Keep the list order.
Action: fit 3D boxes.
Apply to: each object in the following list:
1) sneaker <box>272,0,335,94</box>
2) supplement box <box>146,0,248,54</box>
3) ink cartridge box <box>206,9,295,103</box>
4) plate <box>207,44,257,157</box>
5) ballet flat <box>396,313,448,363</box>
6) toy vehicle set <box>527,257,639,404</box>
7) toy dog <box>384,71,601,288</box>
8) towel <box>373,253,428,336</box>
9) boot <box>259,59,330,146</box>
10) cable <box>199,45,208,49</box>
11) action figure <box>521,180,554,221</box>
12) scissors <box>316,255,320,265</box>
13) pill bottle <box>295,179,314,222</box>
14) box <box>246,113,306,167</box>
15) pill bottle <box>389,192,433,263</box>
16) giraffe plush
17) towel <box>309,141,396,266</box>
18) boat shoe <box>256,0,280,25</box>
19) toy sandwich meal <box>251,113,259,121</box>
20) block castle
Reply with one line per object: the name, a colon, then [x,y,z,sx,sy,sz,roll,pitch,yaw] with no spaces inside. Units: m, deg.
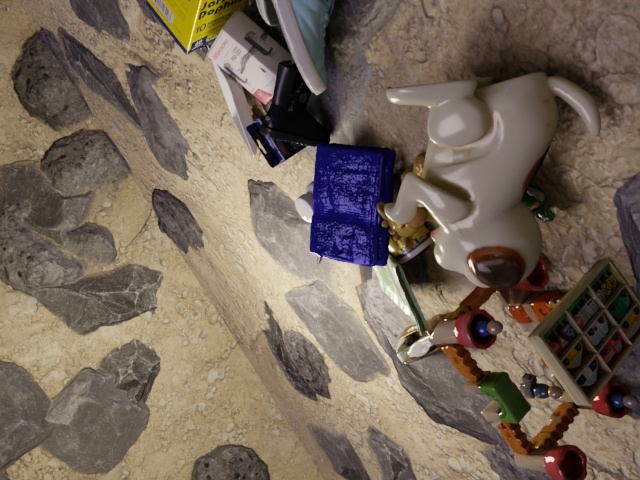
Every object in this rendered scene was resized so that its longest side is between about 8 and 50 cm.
sneaker: [-0.019,-0.515,1.452,0.135,0.150,0.366,-107,-4,-51]
supplement box: [-0.304,-0.690,1.635,0.195,0.194,0.356,51,153,2]
ink cartridge box: [-0.186,-0.499,1.726,0.218,0.092,0.158,40,155,-13]
plate: [-0.261,-0.435,1.938,0.277,0.045,0.278,-120,11,-46]
ballet flat: [0.307,0.324,1.957,0.116,0.124,0.342,51,153,4]
toy vehicle set: [0.547,0.177,1.263,0.166,0.267,0.035,52,154,-1]
toy dog: [0.324,-0.111,1.232,0.395,0.284,0.408,-2,104,15]
towel: [0.202,0.109,1.816,0.248,0.038,0.325,64,176,-25]
boot: [-0.037,-0.365,1.689,0.094,0.246,0.207,38,115,39]
cable: [-0.417,-0.685,1.978,0.184,0.047,0.151,37,149,29]
action figure: [0.408,-0.115,1.366,0.232,0.063,0.137,38,146,19]
scissors: [0.000,0.000,2.171,0.109,0.021,0.297,47,153,5]
pill bottle: [0.024,-0.134,1.782,0.108,0.193,0.108,37,149,27]
box: [-0.108,-0.299,1.771,0.036,0.225,0.136,-26,101,37]
pill bottle: [0.197,-0.051,1.692,0.208,0.119,0.119,52,153,1]
giraffe plush: [0.231,-0.082,1.548,0.181,0.170,0.210,41,150,21]
towel: [0.075,-0.093,1.631,0.227,0.076,0.308,8,101,24]
boat shoe: [-0.122,-0.671,1.476,0.103,0.118,0.321,37,145,40]
toy sandwich meal: [-0.201,-0.368,2.037,0.085,0.029,0.086,36,150,24]
block castle: [0.497,0.284,1.427,0.453,0.303,0.213,55,152,-7]
